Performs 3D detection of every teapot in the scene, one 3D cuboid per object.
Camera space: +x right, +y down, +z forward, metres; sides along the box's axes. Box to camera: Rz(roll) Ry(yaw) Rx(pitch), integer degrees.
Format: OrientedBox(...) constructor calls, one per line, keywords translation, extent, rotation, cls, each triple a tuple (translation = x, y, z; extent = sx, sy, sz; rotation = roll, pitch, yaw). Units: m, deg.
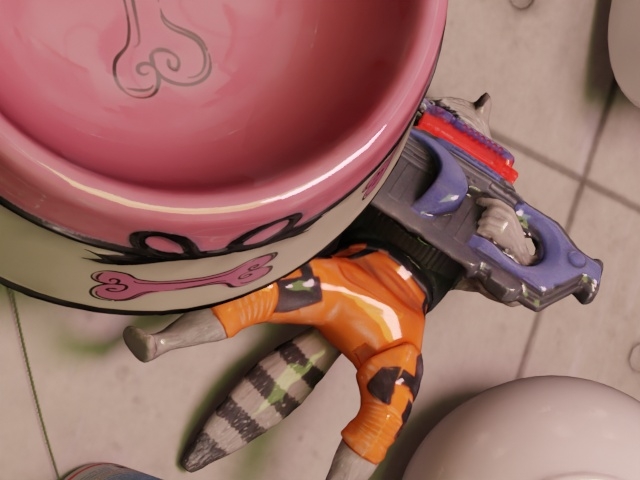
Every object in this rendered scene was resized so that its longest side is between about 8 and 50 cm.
OrientedBox(translation=(0.169, 0.228, 1.361), extent=(0.252, 0.187, 0.256), rotation=(10, 101, -6), cls="teapot")

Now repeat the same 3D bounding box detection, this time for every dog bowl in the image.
OrientedBox(translation=(-0.101, -0.164, 1.169), extent=(0.408, 0.150, 0.408), rotation=(3, 80, -16), cls="dog bowl")

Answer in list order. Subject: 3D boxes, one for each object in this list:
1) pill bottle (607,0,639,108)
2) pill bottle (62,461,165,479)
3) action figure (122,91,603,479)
OrientedBox(translation=(0.420, -0.142, 1.518), extent=(0.363, 0.210, 0.210), rotation=(12, 87, -31), cls="pill bottle")
OrientedBox(translation=(-0.114, 0.198, 1.242), extent=(0.087, 0.160, 0.087), rotation=(-2, 93, -31), cls="pill bottle")
OrientedBox(translation=(0.000, 0.000, 1.339), extent=(0.341, 0.178, 0.330), rotation=(40, 63, 5), cls="action figure")
